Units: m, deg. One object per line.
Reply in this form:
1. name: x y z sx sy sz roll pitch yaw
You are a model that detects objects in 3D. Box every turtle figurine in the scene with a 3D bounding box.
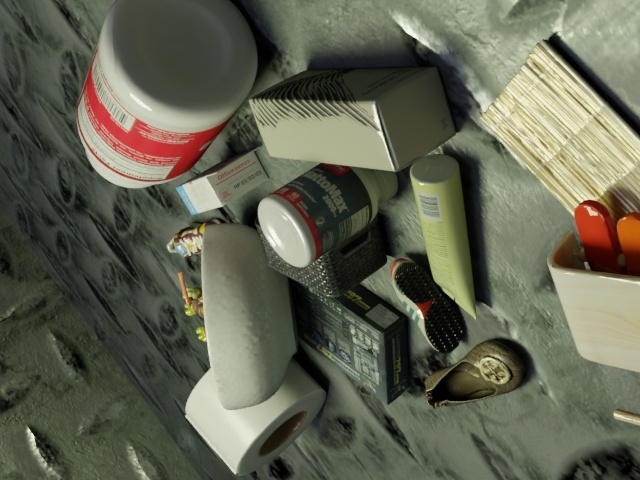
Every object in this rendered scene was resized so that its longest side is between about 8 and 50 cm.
1. turtle figurine: -0.243 0.167 1.926 0.269 0.087 0.217 53 161 -13

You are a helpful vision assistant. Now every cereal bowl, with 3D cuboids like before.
1. cereal bowl: -0.118 0.130 1.538 0.339 0.141 0.339 -6 -90 -89

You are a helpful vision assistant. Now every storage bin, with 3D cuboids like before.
1. storage bin: 0.000 0.000 1.311 0.180 0.122 0.084 24 139 46

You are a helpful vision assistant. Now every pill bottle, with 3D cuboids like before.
1. pill bottle: -0.266 -0.225 1.379 0.229 0.229 0.408 56 153 -1
2. pill bottle: 0.015 -0.052 1.167 0.108 0.180 0.108 38 148 30

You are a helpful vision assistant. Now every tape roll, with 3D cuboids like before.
1. tape roll: -0.131 0.337 1.760 0.169 0.246 0.246 43 150 21

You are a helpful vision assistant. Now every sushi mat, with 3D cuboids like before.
1. sushi mat: 0.301 -0.053 0.882 0.316 0.019 0.151 50 151 12

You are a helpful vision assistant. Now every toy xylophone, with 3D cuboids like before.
1. toy xylophone: 0.359 0.091 0.836 0.323 0.081 0.236 18 135 50

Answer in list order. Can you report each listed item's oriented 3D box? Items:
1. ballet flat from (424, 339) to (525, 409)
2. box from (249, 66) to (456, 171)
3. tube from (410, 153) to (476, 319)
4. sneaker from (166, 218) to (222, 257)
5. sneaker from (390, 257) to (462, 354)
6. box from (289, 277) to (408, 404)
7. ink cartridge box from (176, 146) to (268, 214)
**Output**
1. ballet flat: 0.216 0.207 1.259 0.084 0.058 0.250 54 153 3
2. box: 0.033 -0.160 1.099 0.275 0.113 0.094 11 128 52
3. tube: 0.164 -0.003 1.124 0.062 0.070 0.240 -2 131 16
4. sneaker: -0.253 0.004 1.765 0.185 0.084 0.069 -8 113 61
5. sneaker: 0.152 0.091 1.256 0.161 0.057 0.075 56 180 -17
6. box: 0.048 0.150 1.467 0.233 0.059 0.183 33 144 37
7. ink cartridge box: -0.165 -0.102 1.485 0.181 0.104 0.061 -9 112 61
